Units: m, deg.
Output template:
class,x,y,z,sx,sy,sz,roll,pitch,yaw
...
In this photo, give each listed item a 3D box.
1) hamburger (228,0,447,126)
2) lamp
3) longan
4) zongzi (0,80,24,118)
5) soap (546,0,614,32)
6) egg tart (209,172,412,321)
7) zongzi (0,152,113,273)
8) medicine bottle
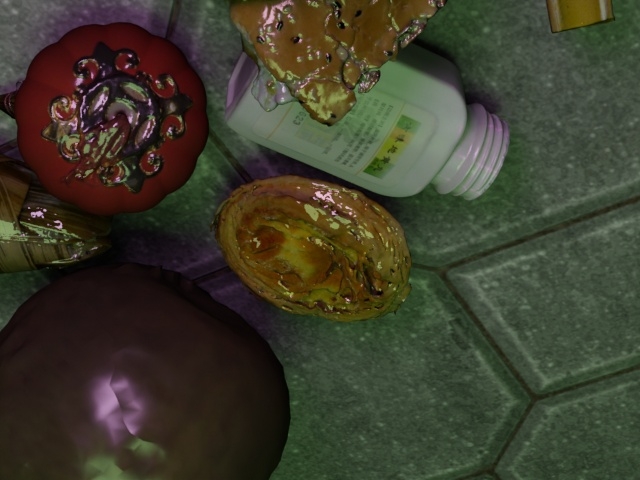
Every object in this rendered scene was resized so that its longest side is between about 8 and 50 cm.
class,x,y,z,sx,sy,sz,roll,pitch,yaw
hamburger,0.021,-0.256,1.356,0.192,0.167,0.288,41,88,-19
lamp,-0.239,-0.140,1.515,0.227,0.227,0.227,1,135,1
longan,-0.248,0.220,1.752,0.404,0.436,0.404,10,112,25
zongzi,-0.371,-0.168,1.611,0.073,0.067,0.083,18,151,-24
soap,0.260,-0.319,1.361,0.073,0.140,0.232,-6,135,14
egg tart,0.000,0.000,1.720,0.297,0.132,0.297,13,143,10
zongzi,-0.418,-0.086,1.652,0.286,0.134,0.288,-6,127,0
medicine bottle,0.061,-0.154,1.552,0.324,0.124,0.179,22,126,-17
